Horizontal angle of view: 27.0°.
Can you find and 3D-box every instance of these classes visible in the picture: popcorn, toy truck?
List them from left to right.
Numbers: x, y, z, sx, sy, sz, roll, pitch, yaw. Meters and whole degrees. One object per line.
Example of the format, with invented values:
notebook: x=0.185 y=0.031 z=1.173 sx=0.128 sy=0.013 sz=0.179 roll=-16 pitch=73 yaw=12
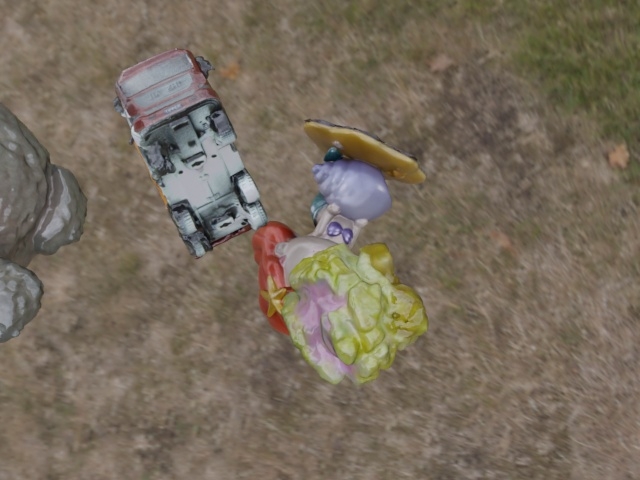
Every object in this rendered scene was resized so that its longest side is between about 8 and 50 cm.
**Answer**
toy truck: x=-0.135 y=-0.088 z=1.447 sx=0.114 sy=0.270 sz=0.135 roll=-26 pitch=56 yaw=-5
popcorn: x=0.029 y=0.067 z=1.265 sx=0.126 sy=0.145 sz=0.125 roll=-21 pitch=100 yaw=-16

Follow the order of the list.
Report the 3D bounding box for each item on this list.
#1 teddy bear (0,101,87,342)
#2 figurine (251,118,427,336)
teddy bear: x=-0.272 y=0.006 z=0.818 sx=0.236 sy=0.151 sz=0.267 roll=25 pitch=56 yaw=17
figurine: x=0.009 y=0.004 z=1.638 sx=0.208 sy=0.181 sz=0.257 roll=17 pitch=79 yaw=36
